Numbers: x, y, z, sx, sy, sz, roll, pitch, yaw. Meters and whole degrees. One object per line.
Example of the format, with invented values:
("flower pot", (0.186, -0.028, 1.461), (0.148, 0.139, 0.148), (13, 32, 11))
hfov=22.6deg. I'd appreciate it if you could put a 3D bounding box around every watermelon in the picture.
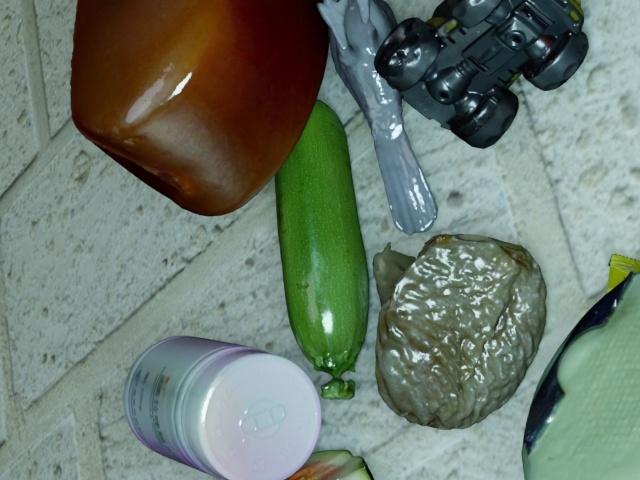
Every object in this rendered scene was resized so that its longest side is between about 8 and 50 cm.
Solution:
("watermelon", (-0.006, 0.301, 1.746), (0.145, 0.137, 0.193), (-81, 11, -78))

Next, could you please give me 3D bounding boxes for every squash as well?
("squash", (0.000, 0.000, 1.818), (0.101, 0.101, 0.378), (-31, 55, 45))

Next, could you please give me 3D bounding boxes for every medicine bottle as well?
("medicine bottle", (-0.116, 0.191, 1.833), (0.254, 0.152, 0.152), (2, 81, 65))

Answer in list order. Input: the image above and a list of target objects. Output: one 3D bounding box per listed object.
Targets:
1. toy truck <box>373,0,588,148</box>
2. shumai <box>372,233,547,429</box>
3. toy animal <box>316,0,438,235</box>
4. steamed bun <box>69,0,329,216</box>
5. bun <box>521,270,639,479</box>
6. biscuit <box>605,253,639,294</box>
("toy truck", (0.171, -0.216, 1.638), (0.224, 0.147, 0.165), (-38, 23, 42))
("shumai", (0.125, 0.073, 1.608), (0.175, 0.166, 0.206), (-114, 47, -70))
("toy animal", (0.053, -0.205, 1.762), (0.081, 0.206, 0.367), (-18, 55, 4))
("steamed bun", (-0.127, -0.233, 1.826), (0.248, 0.235, 0.379), (-28, 44, 26))
("bun", (0.314, 0.152, 1.287), (0.293, 0.187, 0.293), (-37, 30, 26))
("biscuit", (0.253, 0.157, 1.494), (0.048, 0.026, 0.292), (18, 95, 34))
